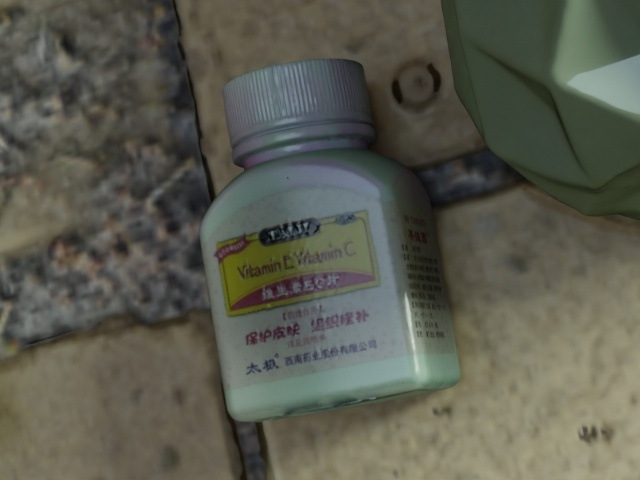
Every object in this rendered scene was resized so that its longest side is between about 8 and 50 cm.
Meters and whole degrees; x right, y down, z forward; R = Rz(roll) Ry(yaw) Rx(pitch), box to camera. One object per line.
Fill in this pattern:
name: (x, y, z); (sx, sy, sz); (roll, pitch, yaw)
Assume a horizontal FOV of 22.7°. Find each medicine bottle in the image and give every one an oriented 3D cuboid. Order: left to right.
medicine bottle: (0.000, 0.000, 0.555); (0.074, 0.055, 0.118); (-12, 82, 21)

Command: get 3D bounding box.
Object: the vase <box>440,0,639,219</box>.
vase: (0.081, -0.193, 0.495); (0.165, 0.165, 0.360); (-21, 75, 18)
